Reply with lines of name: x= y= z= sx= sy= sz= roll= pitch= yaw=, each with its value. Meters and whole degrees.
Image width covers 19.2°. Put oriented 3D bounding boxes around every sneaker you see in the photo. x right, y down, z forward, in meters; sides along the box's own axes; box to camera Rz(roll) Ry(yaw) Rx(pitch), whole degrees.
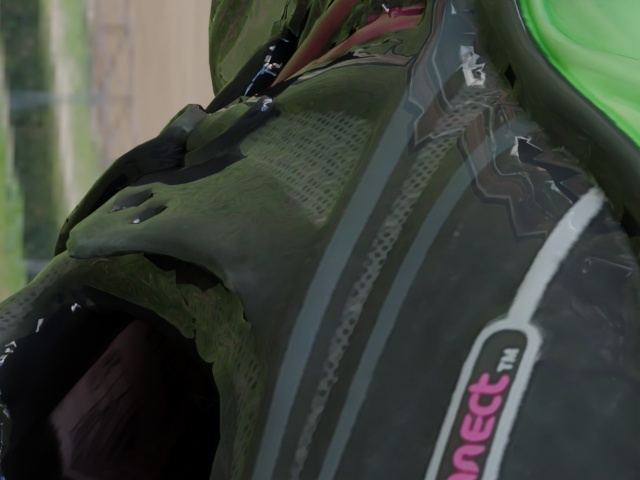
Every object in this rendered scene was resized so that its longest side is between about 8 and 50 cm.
sneaker: x=0.000 y=0.000 z=0.497 sx=0.483 sy=0.202 sz=0.185 roll=-106 pitch=180 yaw=-68
